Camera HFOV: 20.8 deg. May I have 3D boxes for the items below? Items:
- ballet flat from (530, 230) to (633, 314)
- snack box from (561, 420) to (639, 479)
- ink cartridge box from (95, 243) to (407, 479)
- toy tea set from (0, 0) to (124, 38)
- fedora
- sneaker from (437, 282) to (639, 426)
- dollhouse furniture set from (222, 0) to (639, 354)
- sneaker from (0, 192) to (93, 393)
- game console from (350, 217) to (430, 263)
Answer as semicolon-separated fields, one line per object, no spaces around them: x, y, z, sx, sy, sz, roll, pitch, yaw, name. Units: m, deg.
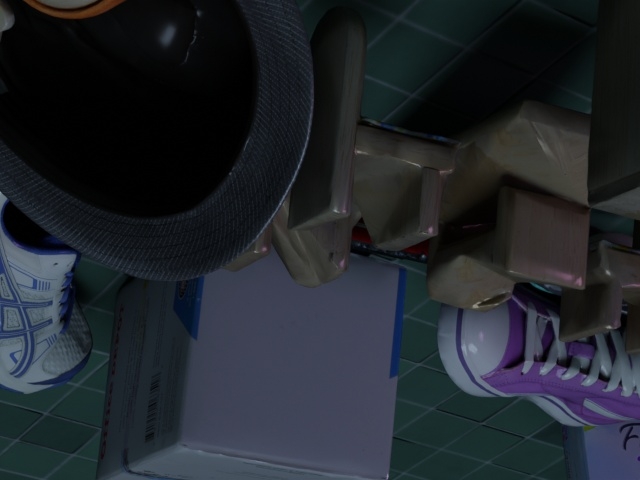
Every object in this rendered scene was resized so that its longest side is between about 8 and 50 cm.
0.265;0.030;1.432;0.203;0.074;0.074;15;142;-22;ballet flat
0.336;0.218;1.624;0.207;0.174;0.070;4;150;-10;snack box
-0.060;0.108;1.369;0.168;0.171;0.233;12;163;-20;ink cartridge box
-0.218;-0.183;0.941;0.336;0.200;0.124;-21;-176;28;toy tea set
-0.103;-0.118;1.050;0.275;0.124;0.243;32;118;14;fedora
0.226;0.090;1.460;0.161;0.102;0.282;-4;164;39;sneaker
0.175;-0.101;1.157;0.362;0.256;0.394;13;164;-22;dollhouse furniture set
-0.224;0.023;1.334;0.131;0.112;0.296;-13;146;12;sneaker
0.000;0.000;1.350;0.144;0.124;0.085;12;117;-23;game console
